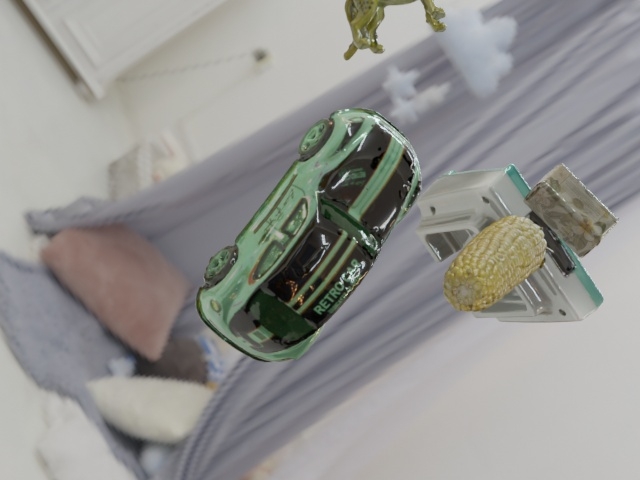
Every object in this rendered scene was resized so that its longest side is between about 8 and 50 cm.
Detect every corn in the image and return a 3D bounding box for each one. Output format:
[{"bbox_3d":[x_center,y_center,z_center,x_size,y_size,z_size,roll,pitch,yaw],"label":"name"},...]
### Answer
[{"bbox_3d":[0.234,0.030,1.774,0.091,0.091,0.260,59,29,1],"label":"corn"}]

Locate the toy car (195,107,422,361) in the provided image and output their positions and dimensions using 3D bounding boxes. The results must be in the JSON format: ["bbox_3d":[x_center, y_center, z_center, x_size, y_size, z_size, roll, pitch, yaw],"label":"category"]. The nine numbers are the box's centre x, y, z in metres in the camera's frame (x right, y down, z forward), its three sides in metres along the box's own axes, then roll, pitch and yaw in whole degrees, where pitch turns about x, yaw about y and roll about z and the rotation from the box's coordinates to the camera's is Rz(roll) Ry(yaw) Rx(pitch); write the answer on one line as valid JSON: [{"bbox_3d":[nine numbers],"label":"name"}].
[{"bbox_3d":[0.000,0.000,1.439,0.136,0.306,0.125,39,-1,-24],"label":"toy car"}]

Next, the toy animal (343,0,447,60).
[{"bbox_3d":[0.099,-0.344,1.880,0.073,0.181,0.136,24,50,-62],"label":"toy animal"}]

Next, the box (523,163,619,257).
[{"bbox_3d":[0.283,-0.034,1.492,0.098,0.045,0.062,45,42,3],"label":"box"}]

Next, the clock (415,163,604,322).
[{"bbox_3d":[0.277,0.020,2.028,0.262,0.116,0.231,53,-17,-13],"label":"clock"}]
